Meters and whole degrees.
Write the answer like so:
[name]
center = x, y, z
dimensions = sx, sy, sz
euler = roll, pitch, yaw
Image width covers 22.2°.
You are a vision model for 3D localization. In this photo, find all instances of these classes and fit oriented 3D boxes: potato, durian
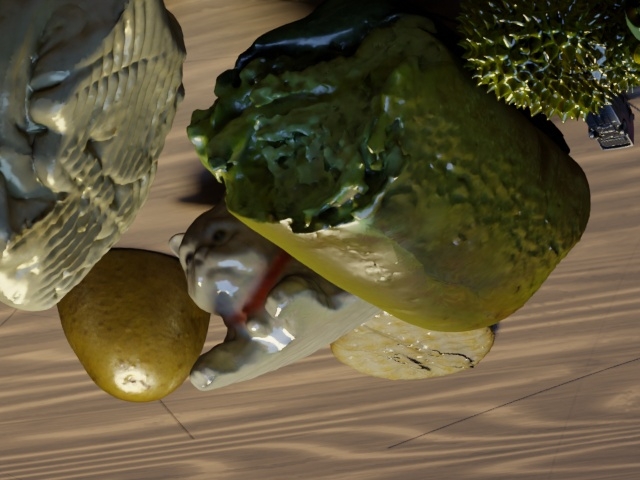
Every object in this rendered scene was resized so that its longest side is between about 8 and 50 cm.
[potato]
center = -0.221, 0.114, 1.925
dimensions = 0.178, 0.158, 0.203
euler = -14, 145, 22
[durian]
center = 0.213, -0.180, 1.349
dimensions = 0.198, 0.159, 0.146
euler = -2, 140, 18

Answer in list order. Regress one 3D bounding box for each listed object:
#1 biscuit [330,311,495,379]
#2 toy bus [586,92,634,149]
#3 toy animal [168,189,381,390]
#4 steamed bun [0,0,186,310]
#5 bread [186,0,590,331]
[biscuit]
center = 0.117, 0.130, 2.077
dimensions = 0.220, 0.033, 0.220
euler = 0, 151, 0
[toy bus]
center = 0.265, -0.136, 1.551
dimensions = 0.037, 0.052, 0.130
euler = -8, 149, 25
[toy animal]
center = 0.000, 0.000, 1.739
dimensions = 0.266, 0.188, 0.308
euler = 7, 133, -50
[steamed bun]
center = -0.256, -0.120, 1.375
dimensions = 0.203, 0.276, 0.289
euler = 27, 148, 18
[bread]
center = 0.088, -0.056, 1.480
dimensions = 0.251, 0.208, 0.376
euler = -49, 138, 5
